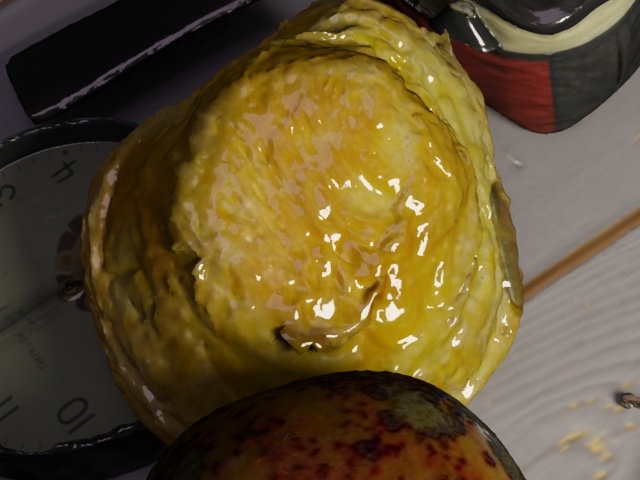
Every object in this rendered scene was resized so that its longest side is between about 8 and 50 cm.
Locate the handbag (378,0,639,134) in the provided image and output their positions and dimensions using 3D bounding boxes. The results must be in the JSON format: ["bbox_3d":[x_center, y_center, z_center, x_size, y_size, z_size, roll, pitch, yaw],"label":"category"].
[{"bbox_3d":[0.141,-0.221,1.119,0.181,0.181,0.254,-40,61,-12],"label":"handbag"}]

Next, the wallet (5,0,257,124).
[{"bbox_3d":[-0.159,-0.187,1.222,0.244,0.025,0.124,-29,35,-7],"label":"wallet"}]

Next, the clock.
[{"bbox_3d":[-0.199,0.039,1.113,0.312,0.061,0.313,-5,60,8],"label":"clock"}]

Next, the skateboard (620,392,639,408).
[{"bbox_3d":[0.227,0.151,0.985,0.064,0.032,0.083,20,65,32],"label":"skateboard"}]

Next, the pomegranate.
[{"bbox_3d":[0.017,0.254,0.828,0.285,0.285,0.341,-13,59,4],"label":"pomegranate"}]

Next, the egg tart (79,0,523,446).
[{"bbox_3d":[0.000,0.000,0.998,0.351,0.153,0.339,-31,83,-13],"label":"egg tart"}]
